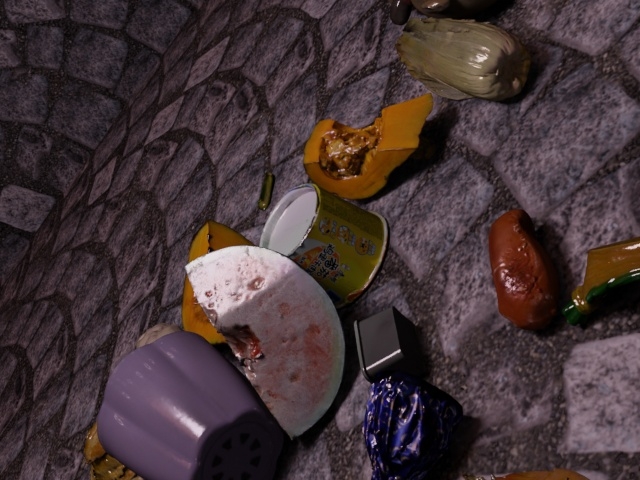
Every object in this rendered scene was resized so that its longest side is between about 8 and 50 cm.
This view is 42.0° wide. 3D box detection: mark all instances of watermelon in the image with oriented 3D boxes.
[{"bbox_3d":[-0.063,0.134,1.375,0.188,0.322,0.175,-29,5,2],"label":"watermelon"}]

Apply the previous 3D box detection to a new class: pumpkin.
[{"bbox_3d":[0.103,-0.161,1.496,0.247,0.126,0.131,-6,47,31],"label":"pumpkin"},{"bbox_3d":[-0.180,0.126,1.637,0.169,0.148,0.312,-57,31,38],"label":"pumpkin"}]

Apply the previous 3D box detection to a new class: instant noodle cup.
[{"bbox_3d":[0.000,0.000,1.454,0.205,0.153,0.205,-35,37,32],"label":"instant noodle cup"}]

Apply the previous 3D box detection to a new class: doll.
[{"bbox_3d":[0.228,-0.515,1.567,0.235,0.174,0.330,-34,33,-6],"label":"doll"}]

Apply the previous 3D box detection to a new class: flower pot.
[{"bbox_3d":[-0.199,0.318,1.378,0.243,0.265,0.265,26,84,46],"label":"flower pot"}]

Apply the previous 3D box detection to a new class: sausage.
[{"bbox_3d":[0.263,0.034,1.099,0.089,0.089,0.179,-36,39,33],"label":"sausage"}]

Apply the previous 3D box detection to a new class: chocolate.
[{"bbox_3d":[0.073,0.345,1.076,0.148,0.126,0.344,79,-148,-76],"label":"chocolate"}]

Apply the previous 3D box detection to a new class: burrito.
[{"bbox_3d":[-0.318,0.230,1.721,0.117,0.076,0.392,-48,15,-10],"label":"burrito"}]

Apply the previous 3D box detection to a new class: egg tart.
[{"bbox_3d":[-0.411,0.415,1.728,0.241,0.106,0.241,-37,32,28],"label":"egg tart"}]

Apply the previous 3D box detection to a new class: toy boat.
[{"bbox_3d":[0.374,0.039,0.955,0.229,0.088,0.088,-19,87,47],"label":"toy boat"}]

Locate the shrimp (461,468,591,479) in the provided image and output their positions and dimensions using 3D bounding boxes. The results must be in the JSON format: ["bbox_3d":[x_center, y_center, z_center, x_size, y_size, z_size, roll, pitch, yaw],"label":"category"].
[{"bbox_3d":[0.239,0.301,0.927,0.115,0.051,0.217,-57,29,-11],"label":"shrimp"}]

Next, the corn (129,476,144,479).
[{"bbox_3d":[-0.421,0.549,1.632,0.288,0.086,0.087,-42,34,23],"label":"corn"}]

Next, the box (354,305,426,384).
[{"bbox_3d":[0.104,0.160,1.227,0.069,0.084,0.122,-33,38,21],"label":"box"}]

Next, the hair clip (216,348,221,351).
[{"bbox_3d":[-0.219,0.213,1.695,0.275,0.048,0.083,-55,20,-4],"label":"hair clip"}]

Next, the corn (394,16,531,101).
[{"bbox_3d":[0.235,-0.314,1.423,0.122,0.123,0.305,-59,29,2],"label":"corn"}]

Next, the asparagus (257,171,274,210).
[{"bbox_3d":[-0.121,-0.116,1.862,0.021,0.025,0.108,-38,34,48],"label":"asparagus"}]
